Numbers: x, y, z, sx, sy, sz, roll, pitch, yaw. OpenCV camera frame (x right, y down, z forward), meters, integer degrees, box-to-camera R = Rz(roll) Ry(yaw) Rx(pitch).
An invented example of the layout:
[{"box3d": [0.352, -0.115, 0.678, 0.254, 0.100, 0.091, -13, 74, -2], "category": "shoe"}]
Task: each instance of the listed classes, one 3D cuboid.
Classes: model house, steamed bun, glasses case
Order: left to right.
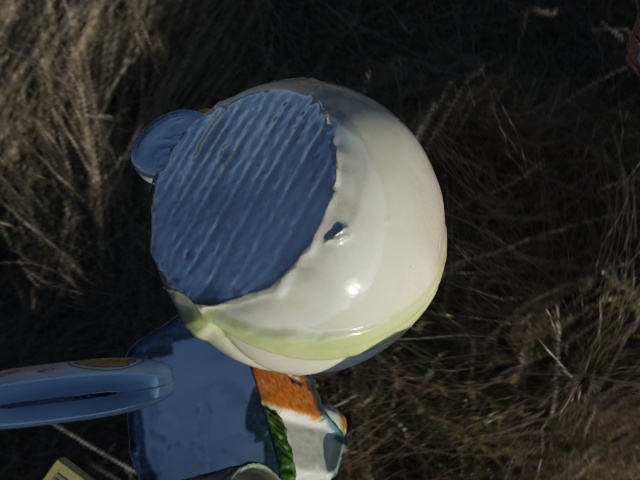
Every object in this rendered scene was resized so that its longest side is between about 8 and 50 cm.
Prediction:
[{"box3d": [-0.205, 0.120, 0.757, 0.178, 0.067, 0.045, -5, 92, -14], "category": "glasses case"}, {"box3d": [-0.080, 0.250, 1.252, 0.190, 0.300, 0.272, -34, 58, 20], "category": "model house"}, {"box3d": [0.000, 0.000, 0.982, 0.309, 0.309, 0.310, -2, 82, 15], "category": "steamed bun"}]

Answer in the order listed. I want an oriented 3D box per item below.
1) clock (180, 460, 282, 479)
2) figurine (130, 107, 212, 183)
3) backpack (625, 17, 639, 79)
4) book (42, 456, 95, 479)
[{"box3d": [-0.053, 0.279, 0.580, 0.055, 0.280, 0.281, -9, 80, 13], "category": "clock"}, {"box3d": [-0.159, -0.074, 1.357, 0.132, 0.236, 0.176, 9, 58, 27], "category": "figurine"}, {"box3d": [0.504, -0.236, 1.248, 0.229, 0.229, 0.139, 34, 133, 17], "category": "backpack"}, {"box3d": [-0.372, 0.478, 1.546, 0.230, 0.026, 0.161, 36, 95, 5], "category": "book"}]
